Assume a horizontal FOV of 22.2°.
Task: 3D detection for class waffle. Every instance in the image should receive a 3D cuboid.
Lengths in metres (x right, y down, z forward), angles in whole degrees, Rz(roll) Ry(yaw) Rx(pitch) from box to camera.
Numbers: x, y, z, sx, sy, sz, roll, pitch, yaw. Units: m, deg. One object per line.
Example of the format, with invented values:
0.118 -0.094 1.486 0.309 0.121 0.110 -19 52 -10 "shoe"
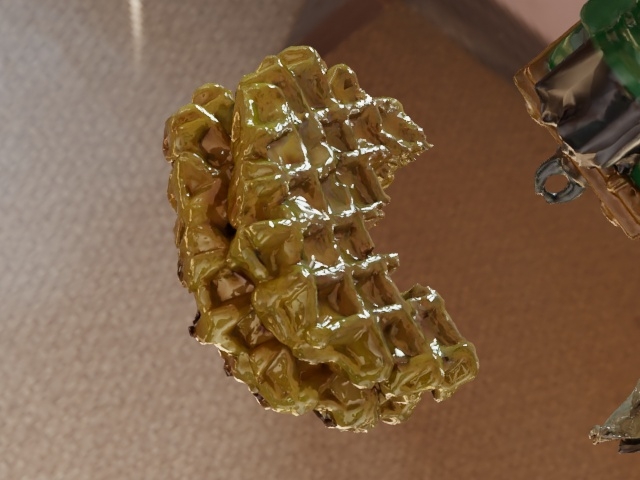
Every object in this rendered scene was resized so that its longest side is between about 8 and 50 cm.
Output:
0.000 0.000 1.386 0.261 0.151 0.324 15 48 -37 "waffle"

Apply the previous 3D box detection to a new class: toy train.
0.161 -0.090 0.628 0.091 0.228 0.136 56 22 16 "toy train"

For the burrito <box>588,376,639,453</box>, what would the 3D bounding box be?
0.211 0.066 0.894 0.055 0.041 0.149 39 77 4 "burrito"
